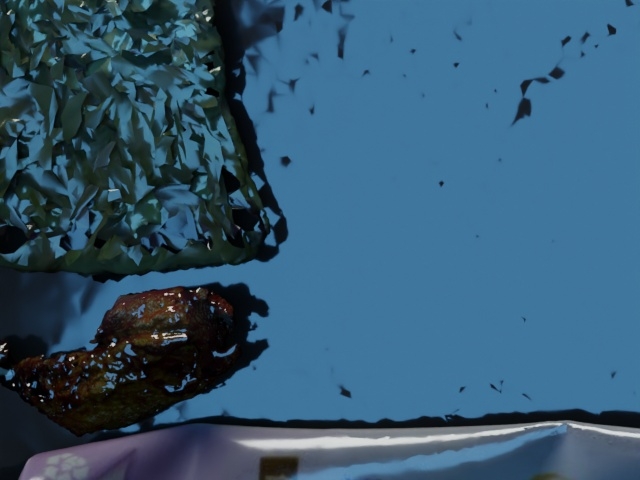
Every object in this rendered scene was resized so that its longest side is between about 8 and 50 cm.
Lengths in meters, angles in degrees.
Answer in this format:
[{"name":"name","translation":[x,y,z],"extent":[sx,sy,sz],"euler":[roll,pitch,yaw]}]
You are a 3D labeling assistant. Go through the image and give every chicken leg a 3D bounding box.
[{"name":"chicken leg","translation":[-0.059,0.035,0.528],"extent":[0.083,0.021,0.036],"euler":[-17,97,19]}]

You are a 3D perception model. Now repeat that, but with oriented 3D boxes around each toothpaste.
[{"name":"toothpaste","translation":[0.033,0.084,0.494],"extent":[0.301,0.048,0.075],"euler":[0,88,12]}]

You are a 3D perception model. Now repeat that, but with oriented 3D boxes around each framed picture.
[{"name":"framed picture","translation":[0.000,0.000,0.529],"extent":[0.323,0.013,0.244],"euler":[8,92,15]}]

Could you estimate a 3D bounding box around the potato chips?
[{"name":"potato chips","translation":[-0.078,-0.101,0.528],"extent":[0.202,0.029,0.220],"euler":[27,98,16]}]
